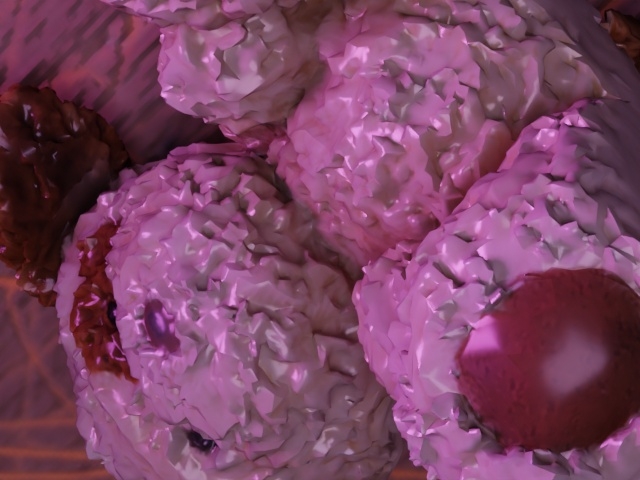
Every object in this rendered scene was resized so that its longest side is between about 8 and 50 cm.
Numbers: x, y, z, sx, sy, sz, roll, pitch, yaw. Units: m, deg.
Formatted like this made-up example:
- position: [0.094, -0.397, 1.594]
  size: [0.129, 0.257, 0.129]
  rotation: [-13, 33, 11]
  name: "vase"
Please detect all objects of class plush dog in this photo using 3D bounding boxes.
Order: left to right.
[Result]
- position: [0.000, 0.000, 0.538]
  size: [0.225, 0.211, 0.262]
  rotation: [-41, 76, 24]
  name: "plush dog"
